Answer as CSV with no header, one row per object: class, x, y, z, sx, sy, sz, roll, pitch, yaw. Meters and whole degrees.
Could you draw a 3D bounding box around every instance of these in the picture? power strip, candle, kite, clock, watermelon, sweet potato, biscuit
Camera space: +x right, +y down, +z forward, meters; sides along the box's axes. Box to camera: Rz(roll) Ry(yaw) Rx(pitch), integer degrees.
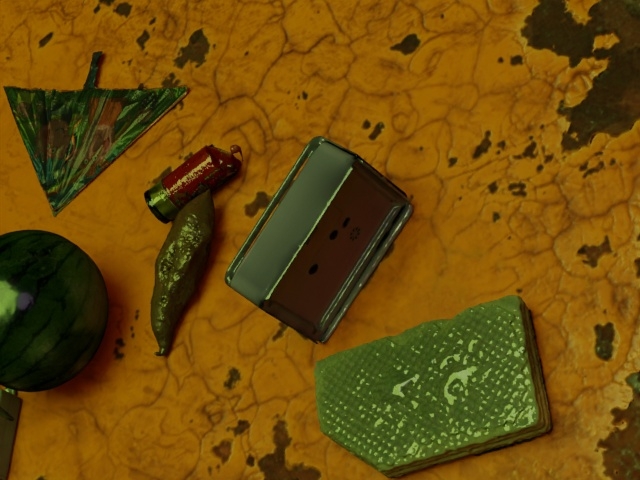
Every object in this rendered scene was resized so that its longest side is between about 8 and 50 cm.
power strip,-0.409,0.217,2.111,0.075,0.042,0.175,-9,64,32
candle,-0.147,-0.074,2.068,0.131,0.052,0.052,-35,53,13
kite,-0.310,-0.141,2.231,0.321,0.016,0.234,3,70,35
clock,0.001,0.001,1.871,0.073,0.144,0.193,32,87,35
watermelon,-0.351,0.092,2.038,0.188,0.188,0.215,30,80,40
sweet potato,-0.165,0.035,2.024,0.068,0.060,0.206,-173,99,-72
biscuit,0.108,0.157,1.783,0.252,0.052,0.150,-20,59,26

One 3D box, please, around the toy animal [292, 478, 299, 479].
toy animal,-0.028,0.343,1.770,0.179,0.089,0.188,16,78,33
